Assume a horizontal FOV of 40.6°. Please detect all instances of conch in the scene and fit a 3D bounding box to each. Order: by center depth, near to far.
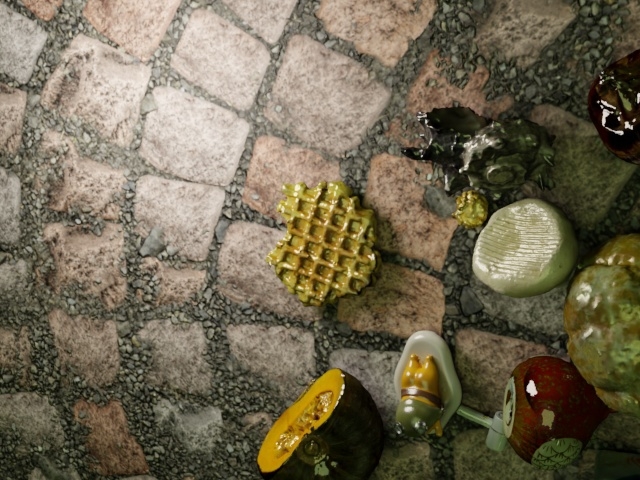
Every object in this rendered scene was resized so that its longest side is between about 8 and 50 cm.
[{"bbox_3d":[0.323,-0.175,1.718,0.313,0.240,0.186,23,85,11],"label":"conch"}]

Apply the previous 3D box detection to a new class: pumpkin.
[{"bbox_3d":[0.023,0.467,2.042,0.232,0.242,0.325,36,112,-23],"label":"pumpkin"}]

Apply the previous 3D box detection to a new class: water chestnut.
[{"bbox_3d":[0.597,-0.252,1.602,0.224,0.238,0.223,-25,59,52],"label":"water chestnut"}]

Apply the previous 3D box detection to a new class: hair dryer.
[{"bbox_3d":[0.365,0.413,1.962,0.137,0.047,0.081,24,112,20],"label":"hair dryer"}]

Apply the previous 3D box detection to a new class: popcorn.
[{"bbox_3d":[0.320,-0.065,1.847,0.083,0.057,0.082,-20,102,21],"label":"popcorn"}]

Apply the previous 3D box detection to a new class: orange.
[{"bbox_3d":[0.587,0.163,1.654,0.271,0.211,0.368,-25,66,54],"label":"orange"}]

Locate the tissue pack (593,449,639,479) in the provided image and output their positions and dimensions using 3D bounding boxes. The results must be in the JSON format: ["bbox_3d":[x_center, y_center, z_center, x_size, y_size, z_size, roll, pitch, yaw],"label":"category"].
[{"bbox_3d":[0.670,0.569,1.692,0.288,0.388,0.162,5,104,20],"label":"tissue pack"}]

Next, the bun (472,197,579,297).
[{"bbox_3d":[0.431,0.025,1.773,0.231,0.133,0.231,-25,49,32],"label":"bun"}]

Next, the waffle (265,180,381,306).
[{"bbox_3d":[0.001,0.010,1.991,0.282,0.058,0.300,-3,101,21],"label":"waffle"}]

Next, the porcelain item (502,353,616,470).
[{"bbox_3d":[0.503,0.356,1.796,0.253,0.253,0.252,5,106,20],"label":"porcelain item"}]

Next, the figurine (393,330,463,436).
[{"bbox_3d":[0.213,0.339,1.936,0.167,0.141,0.249,-2,101,33],"label":"figurine"}]
